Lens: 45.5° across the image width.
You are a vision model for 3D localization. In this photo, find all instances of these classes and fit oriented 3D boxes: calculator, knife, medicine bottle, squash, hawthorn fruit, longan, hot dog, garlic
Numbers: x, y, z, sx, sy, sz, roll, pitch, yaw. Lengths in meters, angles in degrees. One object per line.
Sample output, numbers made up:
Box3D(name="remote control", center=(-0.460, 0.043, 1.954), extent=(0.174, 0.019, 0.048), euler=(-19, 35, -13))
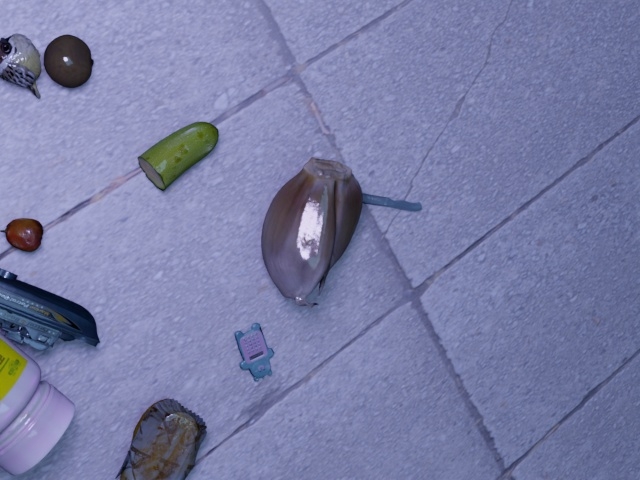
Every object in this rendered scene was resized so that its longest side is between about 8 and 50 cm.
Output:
Box3D(name="calculator", center=(-0.160, 0.275, 1.862), extent=(0.094, 0.019, 0.141), euler=(-23, 106, -24))
Box3D(name="knife", center=(0.173, -0.100, 1.974), extent=(0.210, 0.015, 0.028), euler=(7, 101, -26))
Box3D(name="medicine bottle", center=(-0.688, 0.277, 1.501), extent=(0.213, 0.213, 0.378), euler=(-47, 114, -13))
Box3D(name="squash", center=(-0.307, -0.204, 1.692), extent=(0.188, 0.095, 0.095), euler=(-42, 112, -19))
Box3D(name="hawthorn fruit", center=(-0.612, -0.012, 1.579), extent=(0.077, 0.077, 0.077), euler=(-4, 99, -25))
Box3D(name="longan", center=(-0.514, -0.368, 1.567), extent=(0.113, 0.092, 0.113), euler=(20, 64, -51))
Box3D(name="hot dog", center=(-0.369, 0.495, 1.760), extent=(0.163, 0.082, 0.270), euler=(24, 93, -20))
Box3D(name="garlic", center=(0.000, 0.000, 1.785), extent=(0.231, 0.246, 0.340), euler=(11, 76, -38))

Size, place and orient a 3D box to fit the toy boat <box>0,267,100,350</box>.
Box3D(name="toy boat", center=(-0.594, 0.157, 1.584), extent=(0.296, 0.114, 0.122), euler=(31, 77, -25))

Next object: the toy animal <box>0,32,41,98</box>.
Box3D(name="toy animal", center=(-0.610, -0.343, 1.527), extent=(0.098, 0.098, 0.137), euler=(-14, 124, -24))
